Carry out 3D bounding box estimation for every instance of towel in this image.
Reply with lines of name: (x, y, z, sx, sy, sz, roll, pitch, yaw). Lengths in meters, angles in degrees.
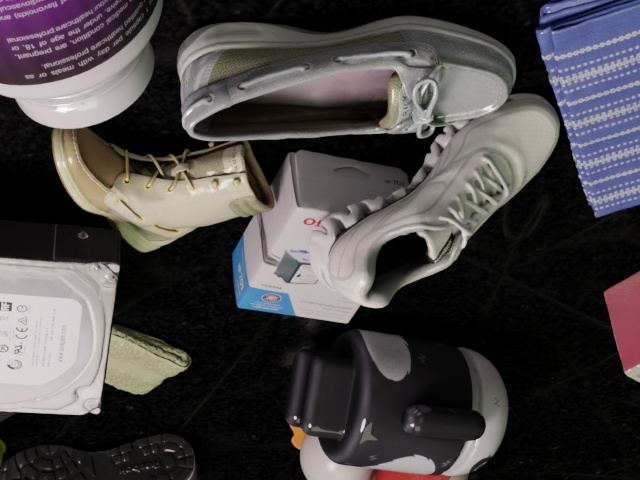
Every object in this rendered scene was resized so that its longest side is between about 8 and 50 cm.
towel: (0.359, -0.156, 1.321, 0.243, 0.040, 0.336, -17, 144, 10)
towel: (-0.247, 0.149, 1.645, 0.148, 0.027, 0.110, 26, 134, -37)

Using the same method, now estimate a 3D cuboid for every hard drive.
hard drive: (-0.384, 0.078, 1.351, 0.339, 0.064, 0.237, 6, 132, -12)

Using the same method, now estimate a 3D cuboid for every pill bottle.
pill bottle: (-0.226, -0.232, 0.989, 0.181, 0.181, 0.323, -10, 144, 4)

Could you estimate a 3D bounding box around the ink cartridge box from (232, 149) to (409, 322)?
ink cartridge box: (0.000, 0.000, 1.432, 0.140, 0.082, 0.190, 9, 142, -20)

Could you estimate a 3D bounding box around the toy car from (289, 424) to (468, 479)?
toy car: (0.062, 0.303, 1.802, 0.238, 0.219, 0.210, 35, 140, -4)

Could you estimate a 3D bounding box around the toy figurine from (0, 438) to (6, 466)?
toy figurine: (-0.493, 0.321, 1.635, 0.191, 0.217, 0.362, -34, 150, -6)

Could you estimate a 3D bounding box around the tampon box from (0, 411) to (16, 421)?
tampon box: (-0.387, 0.135, 1.538, 0.161, 0.101, 0.120, -29, 138, 28)

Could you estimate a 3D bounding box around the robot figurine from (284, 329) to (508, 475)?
robot figurine: (0.099, 0.208, 1.653, 0.278, 0.209, 0.173, 10, 128, -21)

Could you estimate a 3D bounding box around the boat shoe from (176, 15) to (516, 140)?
boat shoe: (0.028, -0.137, 1.226, 0.320, 0.103, 0.118, 2, 143, -11)

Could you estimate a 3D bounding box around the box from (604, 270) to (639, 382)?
box: (0.485, 0.082, 1.582, 0.148, 0.127, 0.232, 27, 133, -37)

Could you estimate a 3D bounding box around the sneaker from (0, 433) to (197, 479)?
sneaker: (-0.313, 0.353, 1.855, 0.283, 0.107, 0.124, -4, 150, -3)

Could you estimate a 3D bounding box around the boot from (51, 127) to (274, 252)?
boot: (-0.153, -0.068, 1.310, 0.165, 0.077, 0.213, -15, 149, 18)

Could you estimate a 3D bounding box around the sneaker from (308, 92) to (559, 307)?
sneaker: (0.129, -0.033, 1.304, 0.292, 0.118, 0.110, -39, 114, -3)
